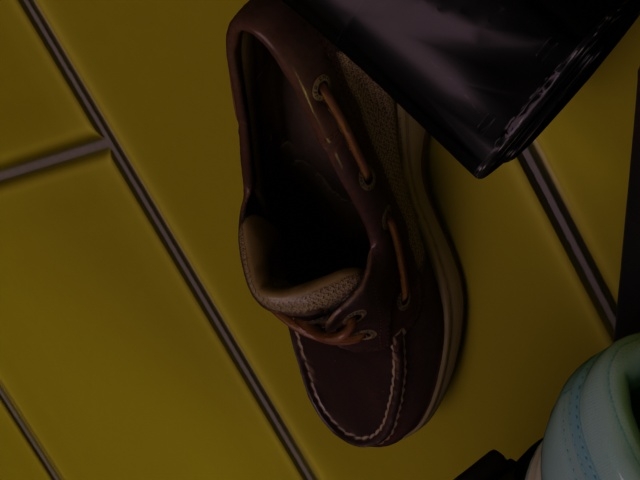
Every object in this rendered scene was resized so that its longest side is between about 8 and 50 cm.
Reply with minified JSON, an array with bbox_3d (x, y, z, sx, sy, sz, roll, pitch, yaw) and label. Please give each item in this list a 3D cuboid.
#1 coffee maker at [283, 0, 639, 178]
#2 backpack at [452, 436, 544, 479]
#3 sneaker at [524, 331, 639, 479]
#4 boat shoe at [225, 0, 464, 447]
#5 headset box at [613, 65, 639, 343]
[{"bbox_3d":[0.040,-0.116,0.763,0.178,0.171,0.120,42,140,8],"label":"coffee maker"},{"bbox_3d":[0.117,0.279,0.911,0.273,0.290,0.355,42,163,9],"label":"backpack"},{"bbox_3d":[0.238,0.161,0.653,0.366,0.135,0.150,29,154,19],"label":"sneaker"},{"bbox_3d":[0.000,0.000,0.944,0.123,0.123,0.342,25,137,28],"label":"boat shoe"},{"bbox_3d":[0.276,0.026,0.683,0.293,0.110,0.218,26,146,25],"label":"headset box"}]
